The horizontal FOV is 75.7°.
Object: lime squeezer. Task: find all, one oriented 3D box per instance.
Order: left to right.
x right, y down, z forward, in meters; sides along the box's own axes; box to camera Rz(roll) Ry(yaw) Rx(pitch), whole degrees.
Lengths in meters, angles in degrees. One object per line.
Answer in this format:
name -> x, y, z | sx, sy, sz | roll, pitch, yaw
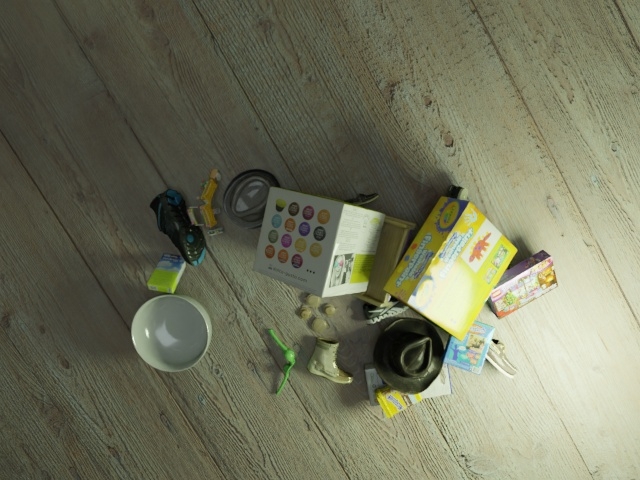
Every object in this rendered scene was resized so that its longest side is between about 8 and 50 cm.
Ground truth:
lime squeezer -> -0.168, 0.552, 1.853 | 0.110, 0.059, 0.310 | -6, 97, 1

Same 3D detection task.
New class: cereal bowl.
cereal bowl -> -0.632, 0.386, 1.799 | 0.339, 0.141, 0.339 | 0, 96, 1

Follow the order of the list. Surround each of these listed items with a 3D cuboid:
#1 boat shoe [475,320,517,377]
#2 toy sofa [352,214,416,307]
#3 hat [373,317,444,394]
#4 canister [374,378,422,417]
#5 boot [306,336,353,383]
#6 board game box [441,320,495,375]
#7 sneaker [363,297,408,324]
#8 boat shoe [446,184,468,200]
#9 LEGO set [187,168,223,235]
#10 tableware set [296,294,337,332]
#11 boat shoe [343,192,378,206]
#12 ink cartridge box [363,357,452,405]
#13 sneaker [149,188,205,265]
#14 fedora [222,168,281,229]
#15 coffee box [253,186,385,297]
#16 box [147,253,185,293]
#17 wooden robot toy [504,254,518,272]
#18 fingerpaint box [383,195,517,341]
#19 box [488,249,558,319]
boat shoe -> 0.742, 0.465, 1.800 | 0.324, 0.116, 0.097 | 42, 99, 2
toy sofa -> 0.271, 0.084, 1.707 | 0.150, 0.177, 0.363 | 20, 97, 32
hat -> 0.391, 0.472, 1.730 | 0.331, 0.134, 0.331 | 3, 68, -6
canister -> 0.338, 0.674, 1.788 | 0.170, 0.073, 0.126 | -29, 93, 2
boot -> 0.062, 0.533, 1.837 | 0.213, 0.077, 0.165 | 18, 95, 2
board game box -> 0.620, 0.437, 1.736 | 0.160, 0.047, 0.210 | 19, 90, 8
sneaker -> 0.290, 0.280, 1.803 | 0.234, 0.078, 0.106 | -24, 98, 6
boat shoe -> 0.551, -0.122, 1.766 | 0.079, 0.084, 0.233 | 27, 106, 36
LEGO set -> -0.494, -0.161, 1.752 | 0.107, 0.132, 0.287 | -1, 94, 25
tableware set -> -0.018, 0.322, 1.843 | 0.168, 0.020, 0.141 | 38, 98, -4
boat shoe -> 0.173, -0.177, 1.765 | 0.152, 0.056, 0.049 | -22, 101, 3
ink cartridge box -> 0.390, 0.623, 1.847 | 0.371, 0.069, 0.176 | -9, 96, 4
sneaker -> -0.612, -0.047, 1.780 | 0.139, 0.125, 0.341 | -16, 99, 29
fedora -> -0.293, -0.175, 1.739 | 0.275, 0.124, 0.244 | -37, 94, 5
coffee box -> 0.000, 0.000, 1.585 | 0.337, 0.338, 0.334 | 17, 97, 33
box -> -0.658, 0.140, 1.777 | 0.109, 0.178, 0.042 | 10, 134, -1
wooden robot toy -> 0.802, 0.138, 1.778 | 0.076, 0.079, 0.173 | 40, 96, -3
fingerpaint box -> 0.519, 0.113, 1.639 | 0.371, 0.163, 0.445 | 34, 86, -29
box -> 0.850, 0.193, 1.750 | 0.293, 0.057, 0.201 | -32, 124, 4
